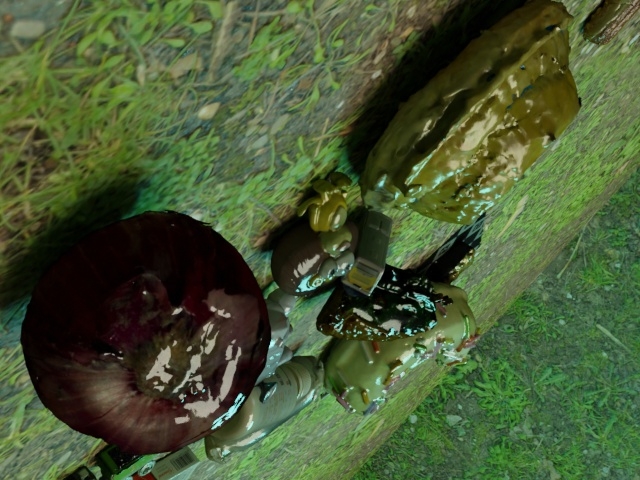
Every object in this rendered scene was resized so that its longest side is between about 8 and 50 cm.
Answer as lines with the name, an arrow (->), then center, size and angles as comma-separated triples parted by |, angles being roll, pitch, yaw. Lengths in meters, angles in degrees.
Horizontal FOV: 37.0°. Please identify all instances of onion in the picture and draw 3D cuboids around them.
onion -> -0.171, 0.082, 0.952 | 0.252, 0.219, 0.252 | -7, 118, -13

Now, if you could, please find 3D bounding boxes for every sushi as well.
sushi -> 0.285, 0.078, 2.146 | 0.292, 0.059, 0.294 | -42, 162, -5
sushi -> 0.097, 0.099, 1.659 | 0.287, 0.149, 0.140 | 11, 158, -42

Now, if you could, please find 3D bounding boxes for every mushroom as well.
mushroom -> -0.104, 0.319, 1.797 | 0.278, 0.099, 0.096 | -40, 157, 0

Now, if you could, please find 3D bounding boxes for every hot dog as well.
hot dog -> 0.494, -0.386, 1.559 | 0.165, 0.045, 0.071 | -50, 163, 20

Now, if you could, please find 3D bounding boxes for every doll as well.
doll -> -0.006, 0.003, 1.297 | 0.145, 0.096, 0.188 | -44, 154, -25

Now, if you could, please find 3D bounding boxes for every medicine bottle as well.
medicine bottle -> -0.101, 0.261, 1.630 | 0.114, 0.114, 0.252 | -50, 161, 20

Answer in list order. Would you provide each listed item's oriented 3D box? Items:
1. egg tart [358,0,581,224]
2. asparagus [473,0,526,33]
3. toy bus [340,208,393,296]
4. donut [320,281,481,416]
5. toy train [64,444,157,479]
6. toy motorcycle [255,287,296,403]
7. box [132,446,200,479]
egg tart -> 0.218, -0.147, 1.285 | 0.388, 0.169, 0.388 | -43, 173, -7
asparagus -> 0.285, -0.349, 1.222 | 0.236, 0.027, 0.034 | -48, 172, 15
toy bus -> 0.070, 0.016, 1.430 | 0.072, 0.057, 0.172 | -58, -172, 30
donut -> 0.182, 0.226, 2.035 | 0.371, 0.150, 0.307 | -25, 151, -20
toy train -> -0.335, 0.364, 1.455 | 0.202, 0.060, 0.081 | -33, 153, -30
toy motorcycle -> -0.090, 0.147, 1.426 | 0.171, 0.110, 0.260 | -56, 167, 2
box -> -0.299, 0.441, 1.724 | 0.152, 0.048, 0.100 | -24, 152, -51
